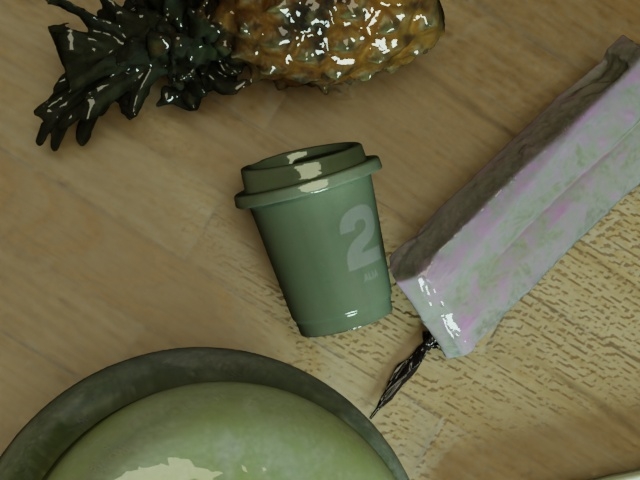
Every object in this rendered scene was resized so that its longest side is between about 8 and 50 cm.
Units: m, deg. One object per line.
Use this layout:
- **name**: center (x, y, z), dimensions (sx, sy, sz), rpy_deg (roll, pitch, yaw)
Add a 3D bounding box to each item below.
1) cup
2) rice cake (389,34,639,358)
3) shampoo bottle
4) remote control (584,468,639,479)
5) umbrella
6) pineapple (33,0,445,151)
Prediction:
- **cup**: center (0.000, 0.000, 1.135), dimensions (0.120, 0.120, 0.141), rpy_deg (-13, 98, -8)
- **rice cake**: center (0.181, -0.040, 1.162), dimensions (0.298, 0.050, 0.106), rpy_deg (-43, 127, -11)
- **shampoo bottle**: center (-0.088, 0.239, 1.002), dimensions (0.322, 0.317, 0.323), rpy_deg (3, 77, -14)
- **remote control**: center (0.222, 0.238, 1.165), dimensions (0.230, 0.049, 0.090), rpy_deg (-10, 85, -7)
- **umbrella**: center (0.078, 0.098, 1.179), dimensions (0.022, 0.013, 0.122), rpy_deg (32, 81, 3)
- **pineapple**: center (-0.076, -0.170, 1.130), dimensions (0.340, 0.169, 0.169), rpy_deg (-20, 87, 2)
